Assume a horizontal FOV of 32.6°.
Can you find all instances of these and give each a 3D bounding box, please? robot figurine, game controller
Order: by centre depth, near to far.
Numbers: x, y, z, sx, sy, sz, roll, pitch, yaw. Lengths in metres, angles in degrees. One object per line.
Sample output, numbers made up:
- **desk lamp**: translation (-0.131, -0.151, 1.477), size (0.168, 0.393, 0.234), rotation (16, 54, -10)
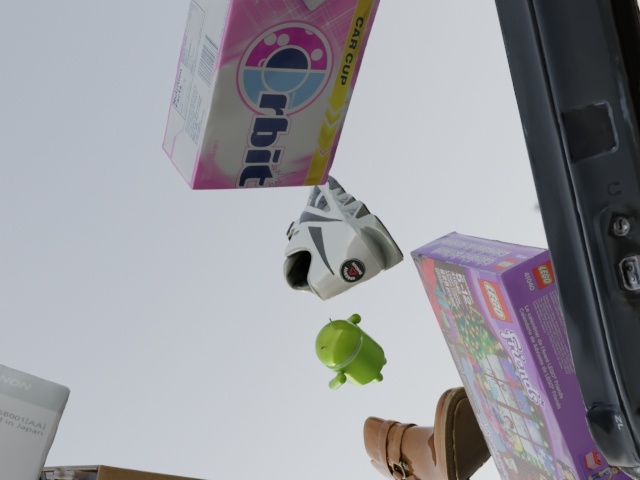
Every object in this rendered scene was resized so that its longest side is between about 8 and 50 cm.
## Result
- **game controller**: translation (0.121, -0.061, 0.444), size (0.166, 0.067, 0.319), rotation (2, -104, -63)
- **robot figurine**: translation (0.039, 0.146, 1.429), size (0.115, 0.067, 0.101), rotation (41, -126, -40)

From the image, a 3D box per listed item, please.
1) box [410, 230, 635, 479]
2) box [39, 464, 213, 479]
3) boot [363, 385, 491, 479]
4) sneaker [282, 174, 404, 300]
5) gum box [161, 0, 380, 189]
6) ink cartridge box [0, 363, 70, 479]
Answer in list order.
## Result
- **box**: translation (0.195, 0.139, 1.032), size (0.057, 0.201, 0.293), rotation (-26, -79, -14)
- **box**: translation (-0.099, 0.187, 0.800), size (0.201, 0.164, 0.021), rotation (16, -109, -29)
- **boot**: translation (0.155, 0.296, 1.610), size (0.109, 0.220, 0.283), rotation (-37, -50, -25)
- **sneaker**: translation (0.000, 0.000, 1.532), size (0.146, 0.330, 0.122), rotation (-37, -77, -1)
- **gum box**: translation (-0.034, -0.121, 0.738), size (0.107, 0.062, 0.188), rotation (-3, -55, -30)
- **ink cartridge box**: translation (-0.270, 0.112, 0.485), size (0.239, 0.275, 0.060), rotation (-91, 24, -64)
